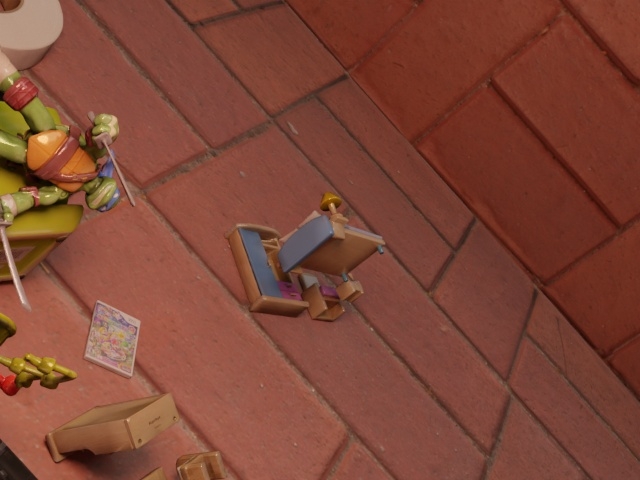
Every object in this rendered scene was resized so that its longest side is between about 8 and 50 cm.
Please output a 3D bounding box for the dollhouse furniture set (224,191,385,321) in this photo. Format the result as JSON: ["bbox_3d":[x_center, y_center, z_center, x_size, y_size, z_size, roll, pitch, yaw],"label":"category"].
[{"bbox_3d":[0.000,0.000,1.743,0.286,0.303,0.198,13,46,-46],"label":"dollhouse furniture set"}]

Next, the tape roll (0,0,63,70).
[{"bbox_3d":[-0.698,-0.502,1.625,0.392,0.072,0.392,34,33,-26],"label":"tape roll"}]

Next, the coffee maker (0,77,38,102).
[{"bbox_3d":[-0.592,-0.215,1.415,0.171,0.120,0.178,13,39,-12],"label":"coffee maker"}]

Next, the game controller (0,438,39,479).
[{"bbox_3d":[-0.346,0.358,0.934,0.319,0.067,0.166,51,34,-7],"label":"game controller"}]

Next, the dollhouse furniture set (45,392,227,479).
[{"bbox_3d":[-0.265,0.360,1.187,0.212,0.160,0.242,-24,98,-59],"label":"dollhouse furniture set"}]

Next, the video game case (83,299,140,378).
[{"bbox_3d":[-0.347,0.165,1.383,0.087,0.011,0.122,31,34,-28],"label":"video game case"}]

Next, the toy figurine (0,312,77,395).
[{"bbox_3d":[-0.478,0.193,0.939,0.191,0.362,0.217,52,51,-31],"label":"toy figurine"}]

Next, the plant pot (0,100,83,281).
[{"bbox_3d":[-0.503,-0.060,1.228,0.228,0.227,0.207,-5,65,-56],"label":"plant pot"}]

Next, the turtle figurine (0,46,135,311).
[{"bbox_3d":[-0.371,-0.113,1.077,0.266,0.197,0.275,43,34,-21],"label":"turtle figurine"}]
